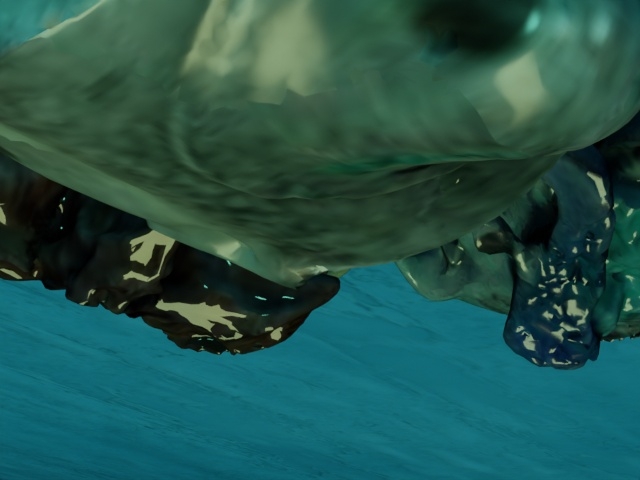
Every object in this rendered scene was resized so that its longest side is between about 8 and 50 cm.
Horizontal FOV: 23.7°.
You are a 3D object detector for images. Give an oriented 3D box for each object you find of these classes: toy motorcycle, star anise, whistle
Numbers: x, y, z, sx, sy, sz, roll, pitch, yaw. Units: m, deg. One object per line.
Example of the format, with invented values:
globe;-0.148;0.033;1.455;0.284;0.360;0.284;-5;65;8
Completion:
toy motorcycle;0.098;-0.023;0.722;0.206;0.154;0.260;21;158;-4
star anise;-0.108;-0.022;0.694;0.236;0.109;0.223;36;-165;-2
whistle;-0.081;-0.094;0.473;0.404;0.188;0.168;-5;160;38

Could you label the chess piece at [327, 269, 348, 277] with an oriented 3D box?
chess piece;0.000;0.000;1.008;0.067;0.067;0.103;5;173;8
